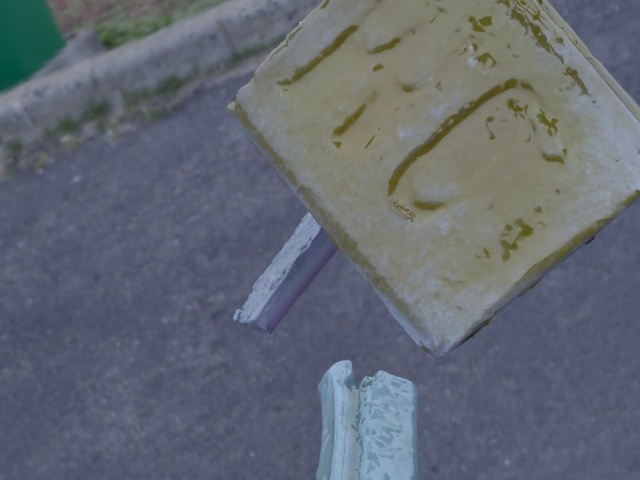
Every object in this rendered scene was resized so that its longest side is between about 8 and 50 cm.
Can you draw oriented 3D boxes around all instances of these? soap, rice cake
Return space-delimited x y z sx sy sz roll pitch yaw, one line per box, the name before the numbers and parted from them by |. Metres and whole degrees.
soap | 0.120 -0.102 1.195 0.293 0.335 0.156 -40 -8 15
rice cake | 0.014 0.210 0.672 0.063 0.066 0.336 12 45 -6
rice cake | 0.000 0.000 1.478 0.270 0.055 0.049 -50 41 -10
